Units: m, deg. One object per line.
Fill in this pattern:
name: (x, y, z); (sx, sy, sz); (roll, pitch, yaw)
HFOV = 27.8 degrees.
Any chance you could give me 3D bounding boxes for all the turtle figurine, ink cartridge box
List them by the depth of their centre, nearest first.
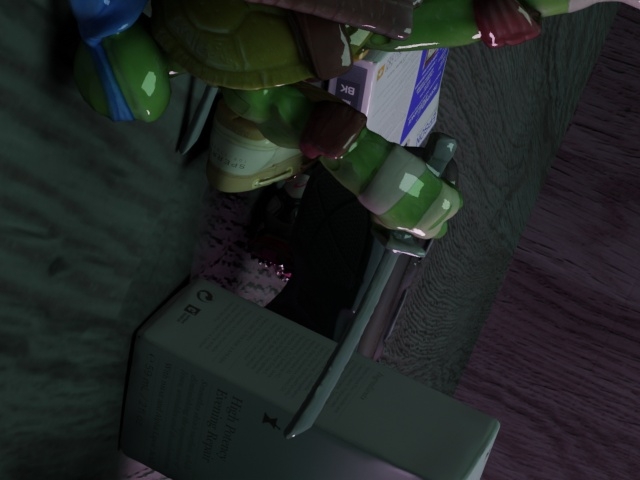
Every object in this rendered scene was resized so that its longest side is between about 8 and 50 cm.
turtle figurine: (0.024, -0.099, 0.661); (0.198, 0.266, 0.274); (-112, 176, -56)
ink cartridge box: (0.060, -0.128, 1.102); (0.206, 0.045, 0.208); (-55, 160, -41)

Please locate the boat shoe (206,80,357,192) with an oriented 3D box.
boat shoe: (-0.029, -0.068, 0.855); (0.170, 0.063, 0.059); (-22, 140, -62)

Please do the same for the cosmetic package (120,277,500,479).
cosmetic package: (-0.011, 0.131, 0.860); (0.085, 0.231, 0.117); (-46, 155, -49)

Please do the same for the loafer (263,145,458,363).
loafer: (0.019, 0.056, 0.929); (0.095, 0.109, 0.302); (-15, 143, -34)

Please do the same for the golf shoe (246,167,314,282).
golf shoe: (0.000, 0.000, 1.039); (0.186, 0.067, 0.086); (52, 61, -74)
